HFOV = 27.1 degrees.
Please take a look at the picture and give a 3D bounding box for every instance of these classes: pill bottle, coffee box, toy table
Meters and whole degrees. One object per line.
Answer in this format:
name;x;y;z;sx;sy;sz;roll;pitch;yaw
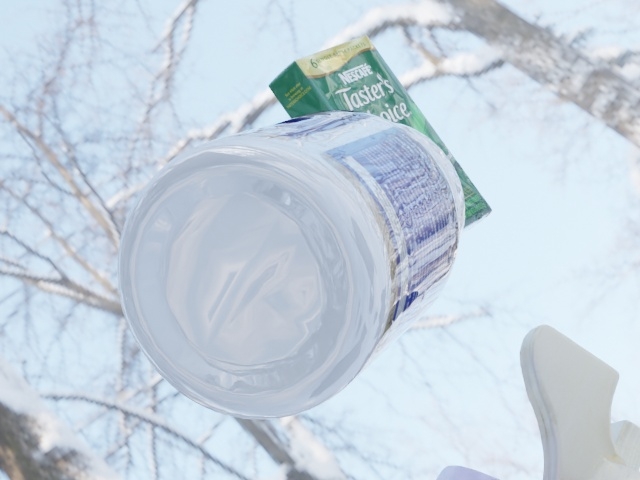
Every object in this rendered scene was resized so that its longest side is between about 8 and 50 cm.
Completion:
pill bottle;0.000;0.000;0.804;0.153;0.153;0.264;-62;-12;18
coffee box;0.049;-0.074;1.064;0.040;0.184;0.113;-39;-7;38
toy table;0.226;0.196;0.954;0.274;0.252;0.161;38;-110;-15
